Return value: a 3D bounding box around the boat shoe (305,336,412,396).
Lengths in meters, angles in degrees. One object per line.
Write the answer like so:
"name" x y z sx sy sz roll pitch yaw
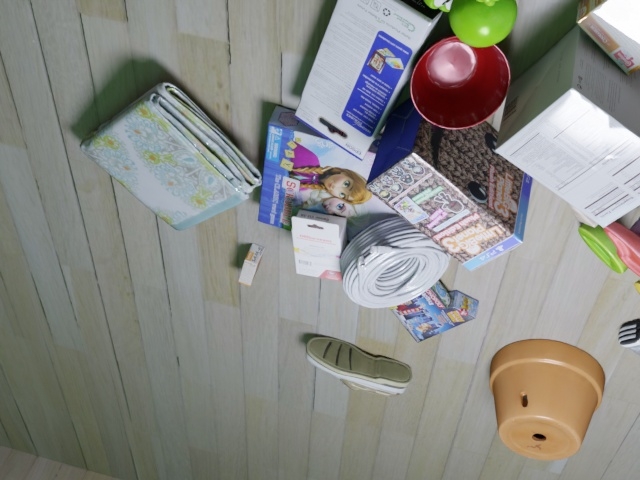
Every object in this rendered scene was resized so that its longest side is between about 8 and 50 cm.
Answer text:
"boat shoe" 0.095 0.362 2.400 0.303 0.113 0.103 20 134 -1

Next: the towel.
"towel" -0.342 -0.180 1.987 0.320 0.090 0.375 45 142 -21

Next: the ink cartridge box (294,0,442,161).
"ink cartridge box" 0.080 -0.330 1.662 0.176 0.069 0.370 34 138 7

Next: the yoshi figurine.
"yoshi figurine" 0.326 -0.435 1.387 0.204 0.202 0.362 35 141 -25

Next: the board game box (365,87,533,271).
"board game box" 0.261 -0.127 1.711 0.291 0.232 0.141 37 137 -19

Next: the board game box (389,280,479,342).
"board game box" 0.278 0.157 2.143 0.194 0.060 0.194 -16 127 33

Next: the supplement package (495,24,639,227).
"supplement package" 0.487 -0.202 1.561 0.263 0.199 0.198 32 138 -14

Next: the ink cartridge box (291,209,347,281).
"ink cartridge box" 0.000 0.000 1.981 0.115 0.067 0.198 10 141 11

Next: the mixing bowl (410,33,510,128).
"mixing bowl" 0.248 -0.308 1.602 0.182 0.098 0.181 -2 124 -3

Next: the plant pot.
"plant pot" 0.564 0.417 2.202 0.291 0.203 0.290 11 137 10

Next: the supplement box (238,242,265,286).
"supplement box" -0.176 0.063 2.224 0.036 0.062 0.098 22 140 0

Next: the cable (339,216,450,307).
"cable" 0.166 0.053 1.969 0.257 0.089 0.257 -10 143 -23

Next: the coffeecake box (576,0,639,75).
"coffeecake box" 0.544 -0.384 1.441 0.142 0.068 0.185 38 136 -20

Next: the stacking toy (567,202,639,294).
"stacking toy" 0.642 0.000 1.723 0.130 0.279 0.309 -41 142 3

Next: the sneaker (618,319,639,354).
"sneaker" 0.814 0.225 1.994 0.132 0.086 0.229 38 147 -26

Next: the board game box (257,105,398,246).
"board game box" 0.029 -0.121 1.936 0.318 0.065 0.318 16 140 5
